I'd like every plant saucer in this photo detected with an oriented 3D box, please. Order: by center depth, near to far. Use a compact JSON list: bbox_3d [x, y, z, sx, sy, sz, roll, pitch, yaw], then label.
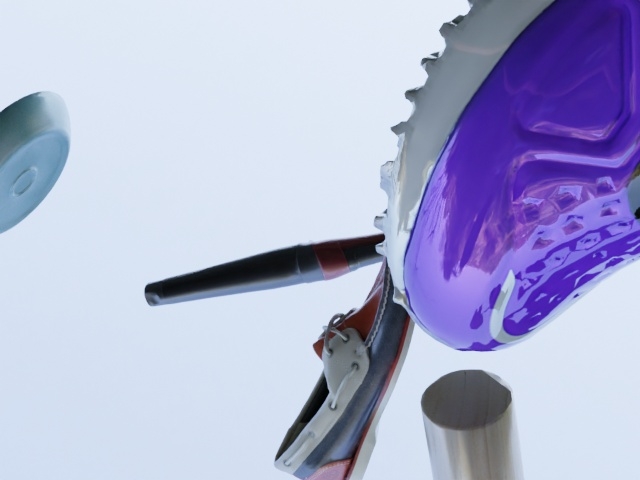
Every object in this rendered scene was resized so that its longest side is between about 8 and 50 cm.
[{"bbox_3d":[-0.200,-0.043,1.153,0.021,0.119,0.119,38,-105,16],"label":"plant saucer"}]

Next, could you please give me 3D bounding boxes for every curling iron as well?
[{"bbox_3d":[0.000,0.000,1.250,0.274,0.035,0.068,-20,-98,18],"label":"curling iron"}]

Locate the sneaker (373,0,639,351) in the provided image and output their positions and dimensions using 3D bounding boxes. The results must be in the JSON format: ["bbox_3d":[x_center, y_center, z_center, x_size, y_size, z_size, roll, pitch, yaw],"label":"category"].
[{"bbox_3d":[0.138,-0.050,0.479,0.293,0.102,0.146,-51,-117,24],"label":"sneaker"}]

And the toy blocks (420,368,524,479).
[{"bbox_3d":[0.188,0.228,0.743,0.288,0.260,0.309,-7,-145,4],"label":"toy blocks"}]

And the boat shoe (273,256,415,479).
[{"bbox_3d":[0.015,0.060,0.840,0.043,0.049,0.137,17,-63,-1],"label":"boat shoe"}]
